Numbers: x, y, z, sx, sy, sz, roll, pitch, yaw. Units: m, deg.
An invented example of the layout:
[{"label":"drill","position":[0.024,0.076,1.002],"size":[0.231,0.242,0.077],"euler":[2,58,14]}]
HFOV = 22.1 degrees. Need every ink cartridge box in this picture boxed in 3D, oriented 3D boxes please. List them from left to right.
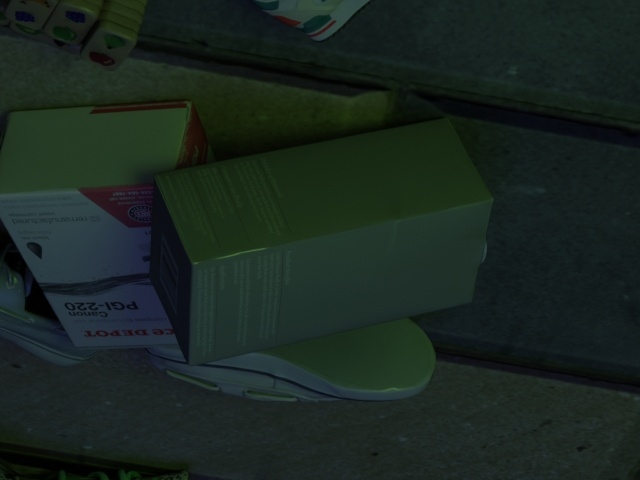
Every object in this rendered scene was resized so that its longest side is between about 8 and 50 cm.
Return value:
[{"label":"ink cartridge box","position":[-0.155,-0.006,1.330],"size":[0.159,0.092,0.218],"euler":[-3,143,13]}]

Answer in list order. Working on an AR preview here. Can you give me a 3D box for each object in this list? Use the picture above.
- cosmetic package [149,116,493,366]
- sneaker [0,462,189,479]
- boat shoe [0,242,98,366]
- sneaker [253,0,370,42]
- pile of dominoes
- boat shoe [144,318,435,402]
[{"label":"cosmetic package","position":[0.000,0.000,1.227],"size":[0.238,0.107,0.127],"euler":[-13,140,-19]},{"label":"sneaker","position":[-0.219,0.289,1.732],"size":[0.410,0.158,0.182],"euler":[31,106,-25]},{"label":"boat shoe","position":[-0.274,0.037,1.428],"size":[0.227,0.079,0.081],"euler":[29,131,-34]},{"label":"sneaker","position":[0.008,-0.194,1.083],"size":[0.075,0.057,0.161],"euler":[20,144,-25]},{"label":"pile of dominoes","position":[-0.240,-0.189,1.104],"size":[0.251,0.040,0.196],"euler":[20,157,-17]},{"label":"boat shoe","position":[-0.031,0.104,1.451],"size":[0.268,0.096,0.088],"euler":[5,147,6]}]
